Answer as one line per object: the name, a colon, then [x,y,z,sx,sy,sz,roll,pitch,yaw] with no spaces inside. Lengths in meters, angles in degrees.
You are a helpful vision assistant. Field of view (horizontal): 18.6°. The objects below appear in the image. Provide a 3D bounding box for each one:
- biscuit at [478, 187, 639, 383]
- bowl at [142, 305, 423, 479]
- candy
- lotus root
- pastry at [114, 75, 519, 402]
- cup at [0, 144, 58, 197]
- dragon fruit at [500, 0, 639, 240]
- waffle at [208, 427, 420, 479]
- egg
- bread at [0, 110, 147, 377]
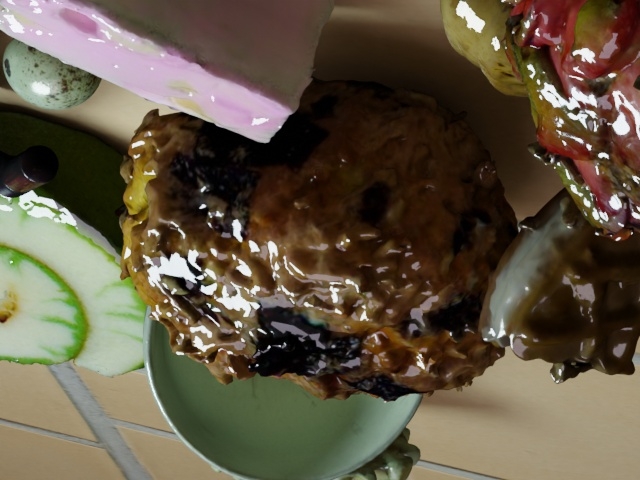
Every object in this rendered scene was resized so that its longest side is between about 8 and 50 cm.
biscuit: [0.323,0.034,1.697,0.366,0.268,0.115,22,-160,-37]
bowl: [-0.042,0.101,2.104,0.307,0.307,0.163,23,-178,-10]
candy: [-0.127,-0.201,1.611,0.265,0.155,0.116,25,153,-17]
lotus root: [0.150,-0.182,1.487,0.125,0.118,0.221,28,168,14]
pastry: [0.013,-0.002,1.784,0.405,0.292,0.337,16,157,-8]
cup: [-0.387,-0.109,1.953,0.239,0.166,0.177,54,166,13]
dragon fruit: [0.253,-0.176,1.290,0.263,0.296,0.314,51,150,-1]
waffle: [-0.030,0.235,2.447,0.291,0.056,0.309,4,-164,-20]
egg: [-0.258,-0.169,1.875,0.110,0.085,0.085,17,163,43]
bread: [-0.323,0.010,2.205,0.382,0.129,0.366,36,141,-18]
